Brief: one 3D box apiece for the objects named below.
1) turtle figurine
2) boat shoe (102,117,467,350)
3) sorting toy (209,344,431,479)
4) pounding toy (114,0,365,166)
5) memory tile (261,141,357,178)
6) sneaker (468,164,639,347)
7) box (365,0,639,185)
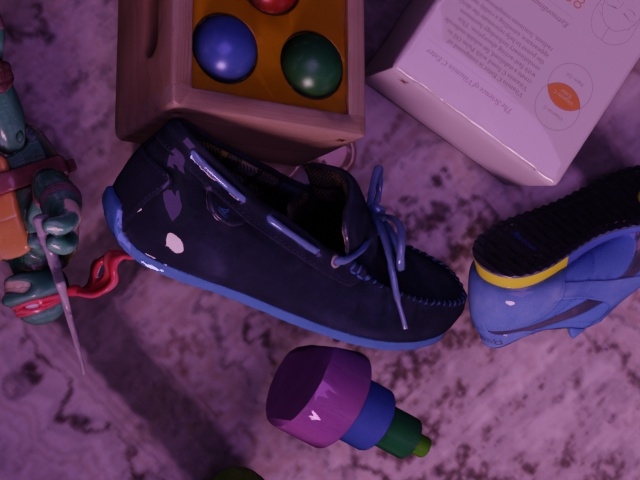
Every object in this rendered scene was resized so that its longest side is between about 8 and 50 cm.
[{"bbox_3d":[-0.200,-0.028,0.886,0.175,0.118,0.234,-17,93,27],"label":"turtle figurine"},{"bbox_3d":[0.000,0.000,0.890,0.258,0.109,0.089,15,115,-41],"label":"boat shoe"},{"bbox_3d":[-0.039,0.244,0.932,0.126,0.127,0.366,31,87,-23],"label":"sorting toy"},{"bbox_3d":[-0.079,-0.153,0.879,0.206,0.094,0.181,7,76,-30],"label":"pounding toy"},{"bbox_3d":[-0.048,-0.051,0.966,0.148,0.012,0.113,-6,93,-12],"label":"memory tile"},{"bbox_3d":[0.189,0.011,0.998,0.209,0.069,0.082,-21,129,-19],"label":"sneaker"},{"bbox_3d":[0.130,-0.139,0.959,0.130,0.091,0.170,35,85,-11],"label":"box"}]
